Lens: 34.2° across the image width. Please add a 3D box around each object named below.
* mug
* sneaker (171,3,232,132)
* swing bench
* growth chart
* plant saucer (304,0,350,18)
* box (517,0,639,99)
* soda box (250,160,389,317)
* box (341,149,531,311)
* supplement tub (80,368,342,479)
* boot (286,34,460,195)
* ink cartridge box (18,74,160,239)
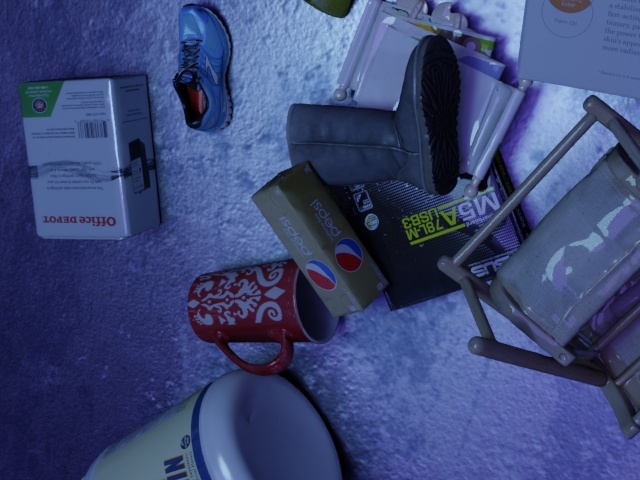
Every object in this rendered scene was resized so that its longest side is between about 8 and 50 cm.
[{"bbox_3d":[-0.082,0.087,1.301,0.169,0.150,0.113,-6,114,29],"label":"mug"},{"bbox_3d":[-0.150,-0.213,1.294,0.063,0.073,0.162,-3,101,25],"label":"sneaker"},{"bbox_3d":[0.308,0.035,1.087,0.255,0.165,0.253,28,117,-25],"label":"swing bench"},{"bbox_3d":[0.123,-0.181,1.179,0.237,0.021,0.172,37,107,23],"label":"growth chart"},{"bbox_3d":[-0.036,-0.361,1.180,0.188,0.045,0.188,35,141,13],"label":"plant saucer"},{"bbox_3d":[0.324,-0.318,0.963,0.215,0.168,0.345,15,123,20],"label":"box"},{"bbox_3d":[0.000,0.000,1.229,0.061,0.058,0.181,-18,110,52],"label":"soda box"},{"bbox_3d":[0.137,-0.029,1.228,0.191,0.045,0.184,-19,91,27],"label":"box"},{"bbox_3d":[-0.159,0.332,1.342,0.325,0.235,0.235,-34,88,27],"label":"supplement tub"},{"bbox_3d":[0.054,-0.141,1.171,0.208,0.076,0.189,15,112,42],"label":"boot"},{"bbox_3d":[-0.305,-0.111,1.380,0.153,0.087,0.208,2,103,23],"label":"ink cartridge box"}]
